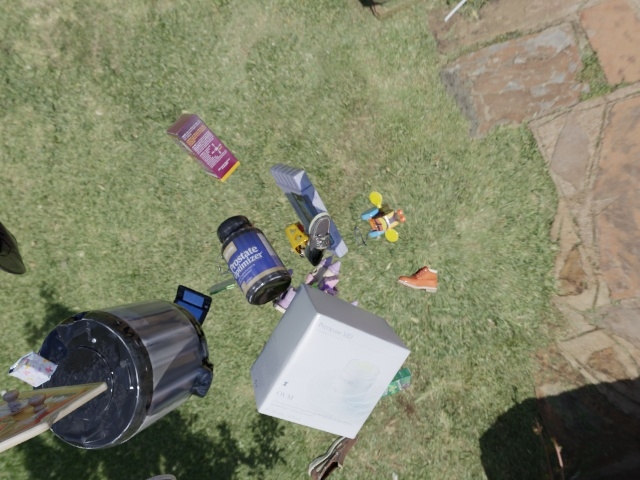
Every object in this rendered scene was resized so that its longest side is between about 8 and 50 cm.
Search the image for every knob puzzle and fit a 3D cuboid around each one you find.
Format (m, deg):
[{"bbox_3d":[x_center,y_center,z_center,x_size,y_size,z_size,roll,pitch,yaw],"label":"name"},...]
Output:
[{"bbox_3d":[-0.400,0.220,0.495,0.213,0.213,0.030,-13,96,14],"label":"knob puzzle"}]

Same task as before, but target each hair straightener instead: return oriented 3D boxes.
[{"bbox_3d":[-0.322,0.017,1.487,0.089,0.047,0.231,29,72,-22],"label":"hair straightener"}]

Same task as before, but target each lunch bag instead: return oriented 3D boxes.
[{"bbox_3d":[-0.695,0.312,0.987,0.083,0.053,0.071,-30,122,20],"label":"lunch bag"}]

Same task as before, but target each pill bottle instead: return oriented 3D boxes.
[{"bbox_3d":[-0.175,0.044,1.037,0.122,0.122,0.219,-41,64,10],"label":"pill bottle"}]

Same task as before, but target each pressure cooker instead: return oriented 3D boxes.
[{"bbox_3d":[-0.544,0.366,1.230,0.375,0.420,0.370,-26,84,13],"label":"pressure cooker"}]

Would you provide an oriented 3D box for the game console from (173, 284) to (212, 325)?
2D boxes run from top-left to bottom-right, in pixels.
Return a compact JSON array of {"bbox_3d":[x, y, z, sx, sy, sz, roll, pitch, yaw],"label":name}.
[{"bbox_3d":[-0.512,0.261,1.603,0.143,0.085,0.124,23,129,-4],"label":"game console"}]

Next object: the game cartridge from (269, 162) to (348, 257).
[{"bbox_3d":[-0.043,-0.107,1.477,0.068,0.230,0.355,-36,119,-10],"label":"game cartridge"}]

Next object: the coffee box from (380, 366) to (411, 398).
[{"bbox_3d":[0.261,0.565,1.596,0.184,0.113,0.040,-17,48,-10],"label":"coffee box"}]

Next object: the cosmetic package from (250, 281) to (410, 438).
[{"bbox_3d":[0.015,0.242,0.823,0.224,0.138,0.225,26,99,-23],"label":"cosmetic package"}]

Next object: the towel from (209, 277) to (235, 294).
[{"bbox_3d":[-0.419,0.200,1.756,0.113,0.152,0.023,-21,99,-9],"label":"towel"}]

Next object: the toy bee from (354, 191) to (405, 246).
[{"bbox_3d":[0.239,-0.069,1.513,0.162,0.298,0.195,-19,126,22],"label":"toy bee"}]

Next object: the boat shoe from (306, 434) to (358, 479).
[{"bbox_3d":[0.070,0.928,1.740,0.257,0.095,0.095,-37,38,-14],"label":"boat shoe"}]

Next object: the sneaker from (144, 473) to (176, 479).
[{"bbox_3d":[-0.298,0.606,0.843,0.124,0.321,0.180,-42,53,-12],"label":"sneaker"}]

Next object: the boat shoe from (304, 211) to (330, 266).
[{"bbox_3d":[0.000,0.000,0.965,0.056,0.152,0.049,-12,50,-23],"label":"boat shoe"}]

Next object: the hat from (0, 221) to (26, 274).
[{"bbox_3d":[-0.879,-0.018,0.992,0.133,0.331,0.331,-34,80,-19],"label":"hat"}]

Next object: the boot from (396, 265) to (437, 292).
[{"bbox_3d":[0.322,0.121,1.357,0.157,0.059,0.085,10,92,-26],"label":"boot"}]

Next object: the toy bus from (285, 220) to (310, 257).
[{"bbox_3d":[-0.087,0.018,1.873,0.104,0.202,0.191,-29,102,4],"label":"toy bus"}]

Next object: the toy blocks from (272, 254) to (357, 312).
[{"bbox_3d":[-0.006,0.180,1.670,0.308,0.289,0.260,34,103,-23],"label":"toy blocks"}]

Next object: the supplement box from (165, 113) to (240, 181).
[{"bbox_3d":[-0.336,-0.267,1.179,0.081,0.188,0.104,-51,38,-12],"label":"supplement box"}]
